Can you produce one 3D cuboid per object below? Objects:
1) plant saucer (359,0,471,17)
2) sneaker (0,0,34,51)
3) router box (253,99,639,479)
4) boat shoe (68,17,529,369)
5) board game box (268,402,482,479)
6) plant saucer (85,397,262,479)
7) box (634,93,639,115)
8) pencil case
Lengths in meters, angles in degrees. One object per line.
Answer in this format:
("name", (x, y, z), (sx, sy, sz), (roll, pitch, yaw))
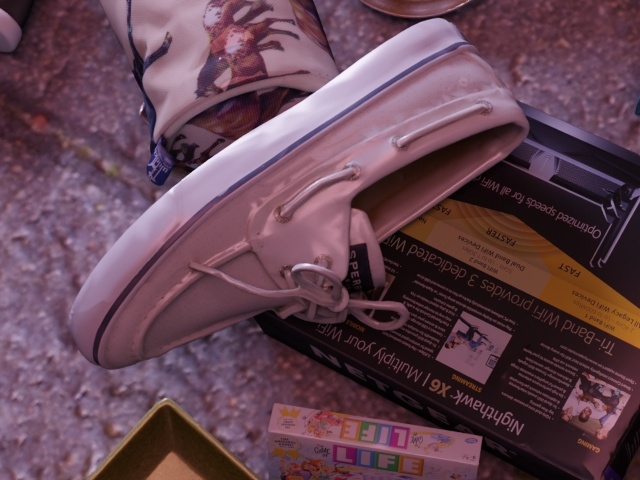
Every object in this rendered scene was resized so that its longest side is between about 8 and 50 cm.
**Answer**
("plant saucer", (0.081, -0.268, 1.433), (0.168, 0.029, 0.169), (1, 94, 9))
("sneaker", (-0.351, -0.283, 1.450), (0.295, 0.104, 0.147), (27, 74, 5))
("router box", (0.134, 0.024, 1.312), (0.308, 0.081, 0.243), (27, 76, 21))
("boat shoe", (0.002, 0.003, 1.243), (0.367, 0.136, 0.156), (-36, 67, -13))
("board game box", (0.038, 0.171, 1.282), (0.154, 0.103, 0.026), (8, 51, 6))
("plant saucer", (-0.109, 0.249, 1.297), (0.188, 0.045, 0.188), (40, 79, 14))
("box", (0.384, -0.117, 1.377), (0.244, 0.060, 0.101), (19, 74, 9))
("pencil case", (-0.122, -0.239, 1.382), (0.183, 0.160, 0.410), (-37, 66, 34))
